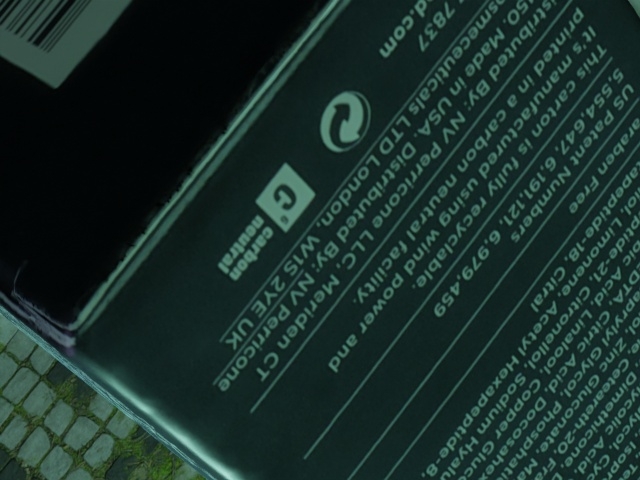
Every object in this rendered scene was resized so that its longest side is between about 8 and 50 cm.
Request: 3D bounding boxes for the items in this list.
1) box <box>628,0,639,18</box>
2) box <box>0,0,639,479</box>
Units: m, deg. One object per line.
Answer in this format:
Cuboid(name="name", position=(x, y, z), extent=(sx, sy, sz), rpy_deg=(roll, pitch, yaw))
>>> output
Cuboid(name="box", position=(0.127, -0.060, 0.797), extent=(0.232, 0.058, 0.322), rpy_deg=(41, 170, -19))
Cuboid(name="box", position=(0.000, 0.000, 0.745), extent=(0.293, 0.212, 0.395), rpy_deg=(29, 169, 46))
